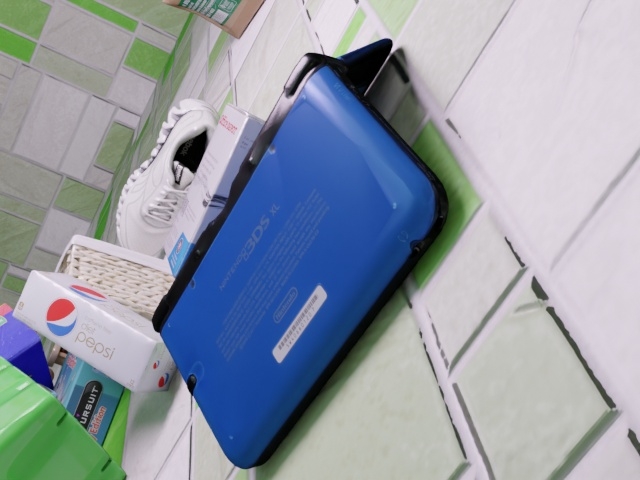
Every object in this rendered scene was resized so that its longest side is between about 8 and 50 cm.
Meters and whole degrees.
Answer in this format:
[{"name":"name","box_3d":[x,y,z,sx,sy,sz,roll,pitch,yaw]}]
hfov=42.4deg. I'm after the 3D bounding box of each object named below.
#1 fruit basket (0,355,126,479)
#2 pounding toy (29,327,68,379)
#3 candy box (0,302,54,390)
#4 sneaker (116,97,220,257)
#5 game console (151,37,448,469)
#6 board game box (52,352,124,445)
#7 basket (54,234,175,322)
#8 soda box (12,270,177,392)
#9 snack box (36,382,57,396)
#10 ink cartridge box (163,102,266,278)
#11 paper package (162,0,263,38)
[{"name":"fruit basket","box_3d":[-0.475,0.348,1.052,0.392,0.282,0.392,-21,32,14]},{"name":"pounding toy","box_3d":[-0.534,0.183,1.710,0.269,0.155,0.154,-67,15,-1]},{"name":"candy box","box_3d":[-0.602,0.310,1.442,0.268,0.122,0.317,-37,-30,-35]},{"name":"sneaker","box_3d":[-0.250,-0.090,1.360,0.292,0.110,0.118,-62,28,14]},{"name":"game console","box_3d":[0.000,0.000,0.695,0.250,0.173,0.293,54,125,32]},{"name":"board game box","box_3d":[-0.406,0.287,1.369,0.254,0.079,0.335,-9,60,68]},{"name":"basket","box_3d":[-0.300,0.082,1.197,0.113,0.167,0.103,-52,30,38]},{"name":"soda box","box_3d":[-0.277,0.111,1.036,0.069,0.216,0.074,-67,-24,2]},{"name":"snack box","box_3d":[-0.579,0.276,1.243,0.060,0.322,0.187,13,79,44]},{"name":"ink cartridge box","box_3d":[-0.100,-0.047,0.930,0.190,0.082,0.139,-63,20,6]},{"name":"paper package","box_3d":[-0.132,-0.592,1.507,0.325,0.168,0.309,-37,35,54]}]
